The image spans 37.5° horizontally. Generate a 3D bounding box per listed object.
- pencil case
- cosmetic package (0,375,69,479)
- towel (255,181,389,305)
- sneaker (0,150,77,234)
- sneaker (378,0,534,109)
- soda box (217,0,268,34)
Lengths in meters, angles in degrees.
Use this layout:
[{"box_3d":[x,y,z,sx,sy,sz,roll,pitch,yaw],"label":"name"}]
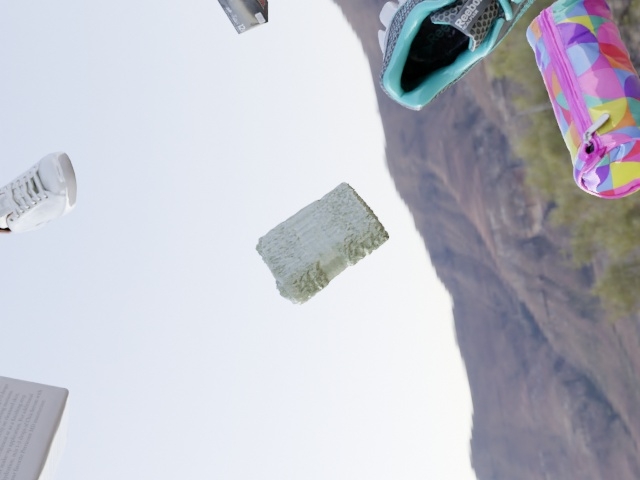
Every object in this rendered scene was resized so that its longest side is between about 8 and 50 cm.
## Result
[{"box_3d":[0.290,-0.158,0.999,0.104,0.104,0.236,62,-164,-53],"label":"pencil case"},{"box_3d":[-0.669,0.336,1.558,0.230,0.453,0.161,-82,5,-50],"label":"cosmetic package"},{"box_3d":[0.000,0.000,0.830,0.027,0.110,0.148,55,178,-22],"label":"towel"},{"box_3d":[-0.546,-0.072,1.758,0.123,0.290,0.106,-18,-100,-39],"label":"sneaker"},{"box_3d":[0.083,-0.121,0.441,0.065,0.166,0.076,32,-138,-10],"label":"sneaker"},{"box_3d":[-0.135,-0.387,1.375,0.169,0.053,0.060,56,-158,-44],"label":"soda box"}]
